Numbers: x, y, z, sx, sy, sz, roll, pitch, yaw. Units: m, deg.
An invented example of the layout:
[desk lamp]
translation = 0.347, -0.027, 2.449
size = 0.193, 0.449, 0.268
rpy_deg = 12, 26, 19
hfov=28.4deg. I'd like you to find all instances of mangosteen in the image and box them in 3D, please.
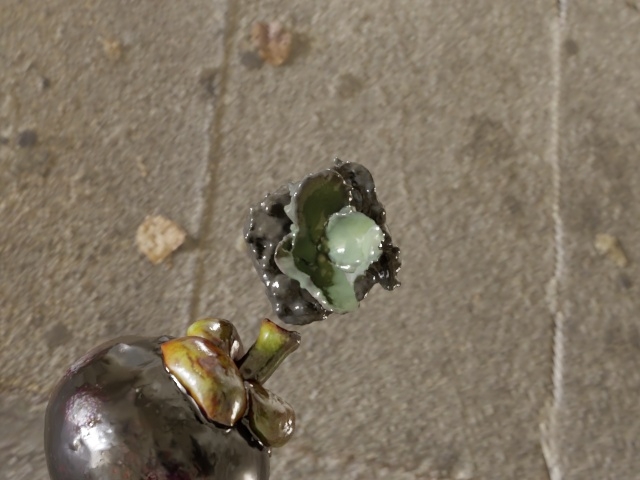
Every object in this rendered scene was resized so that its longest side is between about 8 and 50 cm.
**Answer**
[mangosteen]
translation = -0.114, 0.159, 1.088
size = 0.250, 0.211, 0.211
rpy_deg = -39, 93, -3

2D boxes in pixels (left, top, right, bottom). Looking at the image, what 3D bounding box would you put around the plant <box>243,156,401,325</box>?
[plant]
translation = 0.000, 0.000, 1.151
size = 0.131, 0.203, 0.142
rpy_deg = -18, 100, -4
